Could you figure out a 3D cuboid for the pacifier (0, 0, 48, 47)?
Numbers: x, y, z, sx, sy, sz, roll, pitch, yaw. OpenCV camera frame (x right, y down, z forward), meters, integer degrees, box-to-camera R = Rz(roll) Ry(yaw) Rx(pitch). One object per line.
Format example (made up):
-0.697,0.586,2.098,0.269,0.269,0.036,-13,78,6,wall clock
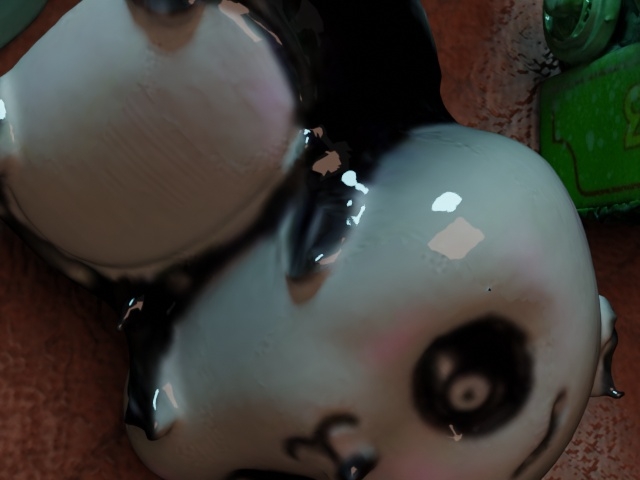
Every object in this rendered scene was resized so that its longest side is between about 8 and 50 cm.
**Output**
-0.238,-0.271,0.608,0.269,0.343,0.288,16,33,27,pacifier

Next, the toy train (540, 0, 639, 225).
0.221,-0.101,0.685,0.133,0.243,0.188,2,87,-18,toy train

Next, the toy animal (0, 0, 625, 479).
0.000,0.000,0.581,0.251,0.251,0.310,-38,96,-25,toy animal
